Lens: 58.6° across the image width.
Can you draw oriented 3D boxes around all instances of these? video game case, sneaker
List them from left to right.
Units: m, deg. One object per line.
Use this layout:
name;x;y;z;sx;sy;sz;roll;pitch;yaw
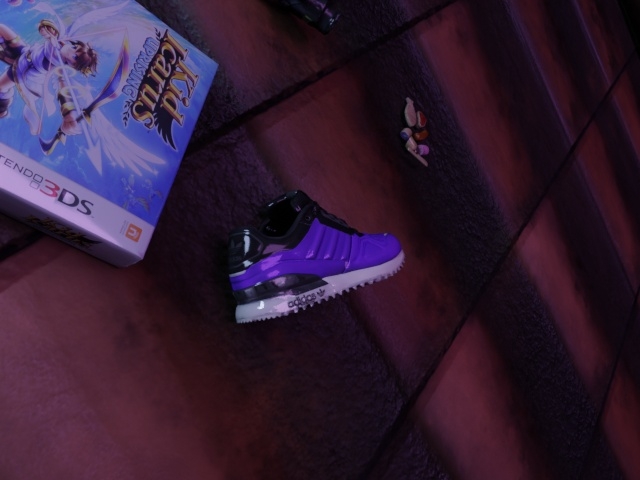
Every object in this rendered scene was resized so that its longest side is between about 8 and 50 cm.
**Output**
video game case;-0.249;-0.145;0.574;0.244;0.061;0.269;33;57;-35
sneaker;0.000;0.000;0.748;0.294;0.102;0.146;-17;90;-45

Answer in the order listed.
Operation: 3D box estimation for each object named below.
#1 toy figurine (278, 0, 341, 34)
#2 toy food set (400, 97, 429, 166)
toy figurine;0.012;-0.431;0.805;0.148;0.213;0.209;32;54;-15
toy food set;0.170;-0.190;1.026;0.078;0.019;0.122;34;50;-34
